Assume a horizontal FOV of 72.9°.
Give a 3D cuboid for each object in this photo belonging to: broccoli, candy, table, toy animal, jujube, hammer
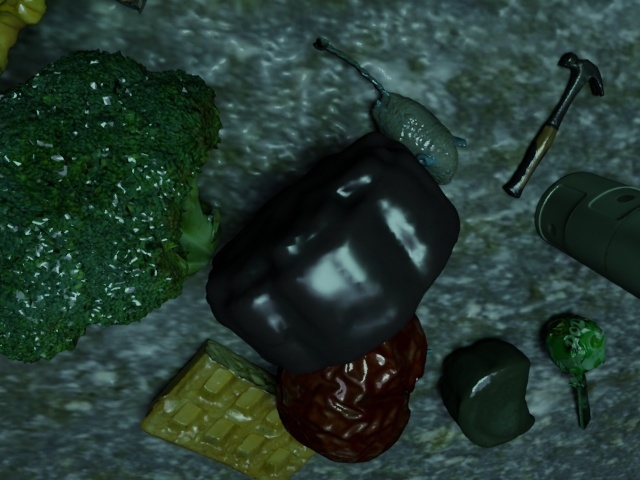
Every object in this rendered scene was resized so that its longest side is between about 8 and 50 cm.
[{"bbox_3d":[-0.214,-0.040,0.435,0.307,0.308,0.275,-52,141,12],"label":"broccoli"},{"bbox_3d":[0.472,0.260,0.789,0.097,0.097,0.323,-27,122,2],"label":"candy"},{"bbox_3d":[0.412,-0.005,0.579,0.127,0.220,0.126,-4,113,-9],"label":"table"},{"bbox_3d":[0.089,-0.162,0.532,0.253,0.079,0.070,41,79,-24],"label":"toy animal"},{"bbox_3d":[0.033,0.181,0.595,0.213,0.213,0.231,0,113,-10],"label":"jujube"},{"bbox_3d":[0.325,-0.151,0.611,0.078,0.021,0.200,18,108,-17],"label":"hammer"}]

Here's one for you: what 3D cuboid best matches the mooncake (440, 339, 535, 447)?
[{"bbox_3d":[0.289,0.253,0.731,0.169,0.104,0.174,16,106,-13],"label":"mooncake"}]

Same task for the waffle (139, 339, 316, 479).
[{"bbox_3d":[-0.124,0.285,0.694,0.274,0.057,0.168,36,103,-21],"label":"waffle"}]

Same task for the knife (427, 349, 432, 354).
[{"bbox_3d":[0.146,0.195,0.733,0.091,0.005,0.014,-4,111,-8],"label":"knife"}]

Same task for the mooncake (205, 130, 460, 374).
[{"bbox_3d":[0.000,0.000,0.478,0.283,0.283,0.141,-38,109,7],"label":"mooncake"}]

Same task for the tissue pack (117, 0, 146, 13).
[{"bbox_3d":[-0.203,-0.329,0.407,0.120,0.082,0.169,25,106,-16],"label":"tissue pack"}]

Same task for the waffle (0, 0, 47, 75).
[{"bbox_3d":[-0.287,-0.237,0.335,0.293,0.069,0.259,-35,71,21],"label":"waffle"}]
